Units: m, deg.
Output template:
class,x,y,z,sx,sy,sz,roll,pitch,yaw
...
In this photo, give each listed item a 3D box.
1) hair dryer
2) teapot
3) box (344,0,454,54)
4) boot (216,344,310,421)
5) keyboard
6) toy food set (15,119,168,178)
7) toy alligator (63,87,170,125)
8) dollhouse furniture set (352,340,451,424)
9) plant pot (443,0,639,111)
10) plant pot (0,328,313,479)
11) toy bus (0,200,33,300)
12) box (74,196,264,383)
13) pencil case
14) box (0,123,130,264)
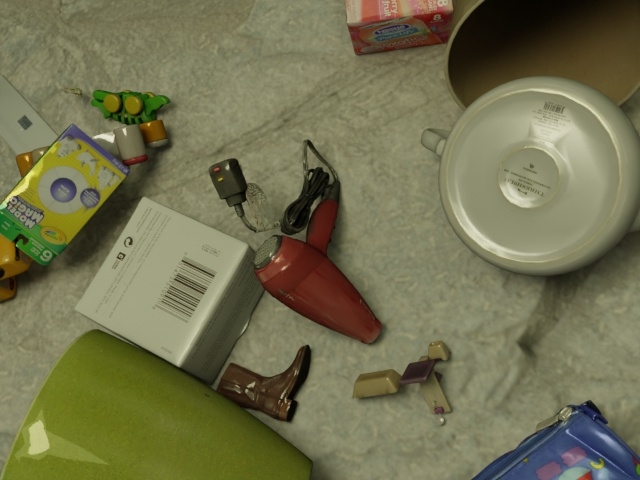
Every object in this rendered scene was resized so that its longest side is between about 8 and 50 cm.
class,x,y,z,sx,sy,sz,roll,pitch,yaw
hair dryer,0.000,0.000,0.942,0.080,0.223,0.294,-30,81,46
teapot,0.276,-0.081,0.900,0.252,0.187,0.256,-28,82,29
box,0.104,-0.443,1.055,0.154,0.142,0.300,-5,86,7
boot,-0.078,0.175,0.956,0.114,0.037,0.106,12,69,22
keyboard,-0.502,-0.190,1.217,0.072,0.014,0.256,-42,66,-11
toy food set,-0.340,-0.105,1.099,0.232,0.111,0.105,-15,100,-5
toy alligator,-0.326,-0.213,1.164,0.189,0.056,0.051,8,111,16
dollhouse furniture set,0.109,0.190,0.918,0.114,0.091,0.081,-16,106,30
plant pot,0.294,-0.330,0.976,0.256,0.256,0.274,-3,53,12
plant pot,-0.167,0.275,0.833,0.293,0.275,0.275,17,72,2
toy bus,-0.574,0.053,1.067,0.332,0.130,0.108,-18,64,6
box,-0.192,0.067,0.978,0.182,0.119,0.181,23,75,21
pencil case,0.209,0.296,0.787,0.306,0.119,0.133,-34,94,-2
box,-0.363,-0.061,1.007,0.105,0.043,0.179,40,79,-16
